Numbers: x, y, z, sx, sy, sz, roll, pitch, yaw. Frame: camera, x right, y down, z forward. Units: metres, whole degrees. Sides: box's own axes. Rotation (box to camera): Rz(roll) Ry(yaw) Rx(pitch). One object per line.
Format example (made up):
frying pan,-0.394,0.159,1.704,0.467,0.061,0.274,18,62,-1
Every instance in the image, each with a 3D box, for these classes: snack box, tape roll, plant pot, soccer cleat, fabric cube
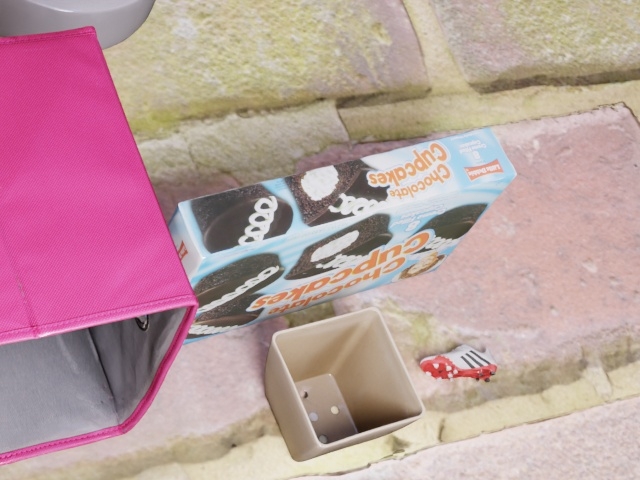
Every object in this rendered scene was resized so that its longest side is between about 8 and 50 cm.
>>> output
snack box,0.000,0.000,1.332,0.322,0.187,0.060,-15,68,-29
tape roll,-0.258,-0.292,1.469,0.219,0.072,0.219,10,58,-16
plant pot,0.010,0.137,1.310,0.109,0.096,0.109,-14,67,-27
soccer cleat,0.130,0.115,1.417,0.083,0.029,0.035,5,51,-23
fabric cube,-0.278,0.019,1.167,0.259,0.254,0.258,-11,64,-27
